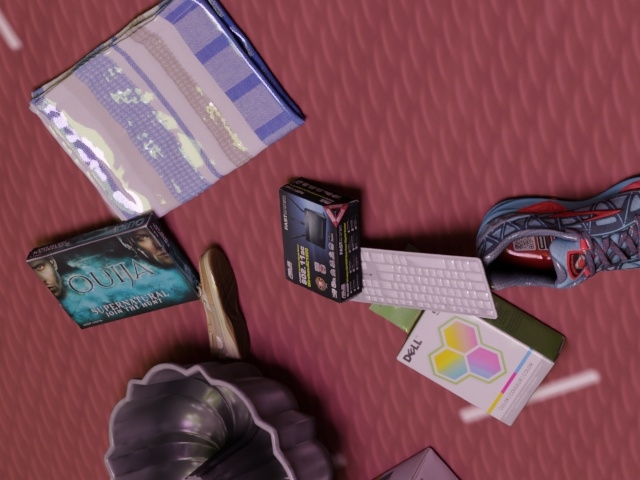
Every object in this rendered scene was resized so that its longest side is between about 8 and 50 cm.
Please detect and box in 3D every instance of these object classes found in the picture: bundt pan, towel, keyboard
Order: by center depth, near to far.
[{"bbox_3d":[0.094,0.043,1.772,0.256,0.014,0.072,5,125,49],"label":"keyboard"},{"bbox_3d":[-0.181,-0.147,1.829,0.285,0.034,0.209,-30,104,31],"label":"towel"},{"bbox_3d":[-0.107,0.292,1.941,0.331,0.124,0.331,13,110,39],"label":"bundt pan"}]

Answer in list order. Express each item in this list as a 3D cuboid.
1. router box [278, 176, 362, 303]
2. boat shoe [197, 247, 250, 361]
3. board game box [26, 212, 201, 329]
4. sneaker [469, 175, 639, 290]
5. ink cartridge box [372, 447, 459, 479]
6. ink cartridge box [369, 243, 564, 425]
[{"bbox_3d":[0.000,0.000,1.814,0.092,0.038,0.122,23,127,41],"label":"router box"},{"bbox_3d":[-0.126,0.079,1.920,0.048,0.056,0.153,-3,124,20],"label":"boat shoe"},{"bbox_3d":[-0.249,0.040,1.945,0.186,0.026,0.126,-16,126,28],"label":"board game box"},{"bbox_3d":[0.283,0.011,1.676,0.261,0.125,0.104,-10,114,26],"label":"sneaker"},{"bbox_3d":[0.097,0.373,1.969,0.154,0.093,0.212,48,126,-8],"label":"ink cartridge box"},{"bbox_3d":[0.158,0.108,1.817,0.209,0.062,0.109,31,124,3],"label":"ink cartridge box"}]
